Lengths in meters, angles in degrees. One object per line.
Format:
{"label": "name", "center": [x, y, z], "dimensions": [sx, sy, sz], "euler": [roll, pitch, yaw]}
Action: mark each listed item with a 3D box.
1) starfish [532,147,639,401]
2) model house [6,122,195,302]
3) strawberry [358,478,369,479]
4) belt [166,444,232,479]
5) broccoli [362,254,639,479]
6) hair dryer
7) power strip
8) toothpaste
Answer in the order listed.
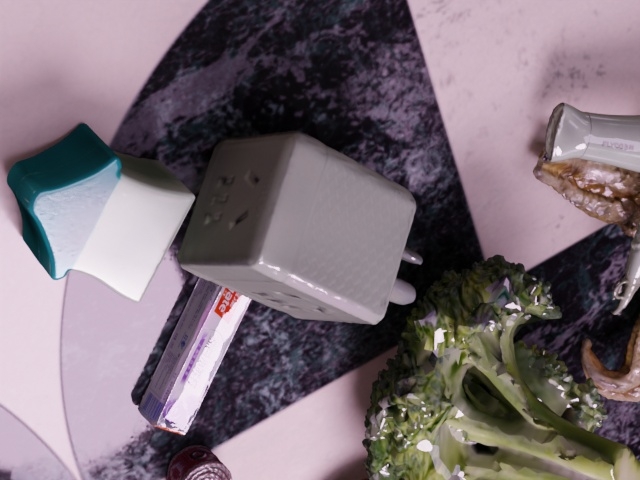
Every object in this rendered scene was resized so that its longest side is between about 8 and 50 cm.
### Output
{"label": "starfish", "center": [0.392, -0.042, 1.695], "dimensions": [0.324, 0.082, 0.432], "euler": [-18, 112, -12]}
{"label": "model house", "center": [-0.214, -0.030, 1.370], "dimensions": [0.149, 0.100, 0.127], "euler": [22, 100, -36]}
{"label": "strawberry", "center": [0.037, 0.315, 1.671], "dimensions": [0.106, 0.106, 0.106], "euler": [-11, 117, -23]}
{"label": "belt", "center": [-0.134, 0.330, 1.609], "dimensions": [0.071, 0.053, 0.232], "euler": [-3, 113, -27]}
{"label": "broccoli", "center": [0.208, 0.191, 1.600], "dimensions": [0.249, 0.302, 0.375], "euler": [-37, 130, -64]}
{"label": "hair dryer", "center": [0.325, -0.027, 1.612], "dimensions": [0.206, 0.075, 0.237], "euler": [3, 111, -14]}
{"label": "power strip", "center": [0.000, 0.000, 1.452], "dimensions": [0.224, 0.140, 0.139], "euler": [26, 73, -35]}
{"label": "toothpaste", "center": [-0.121, 0.100, 1.517], "dimensions": [0.047, 0.040, 0.196], "euler": [19, 102, -35]}
